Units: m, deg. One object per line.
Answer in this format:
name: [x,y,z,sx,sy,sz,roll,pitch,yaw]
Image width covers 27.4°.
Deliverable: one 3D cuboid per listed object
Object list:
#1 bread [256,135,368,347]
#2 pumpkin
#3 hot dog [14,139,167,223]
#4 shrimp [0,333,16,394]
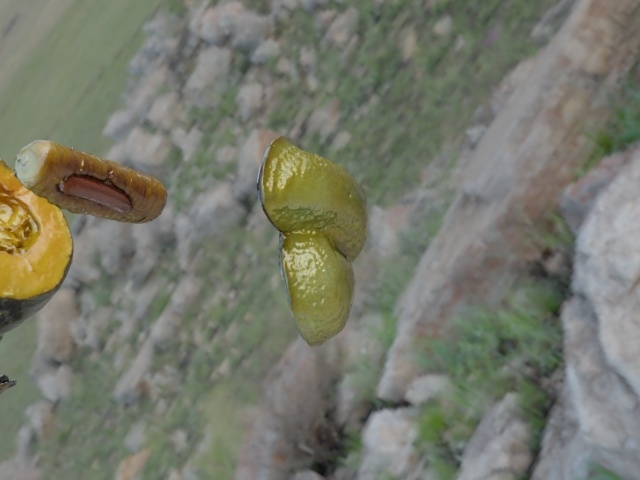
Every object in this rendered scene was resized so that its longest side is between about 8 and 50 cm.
bread: [0.000,0.000,1.077,0.065,0.188,0.149,-5,54,16]
pumpkin: [-0.445,-0.025,1.509,0.139,0.317,0.222,-29,14,46]
hot dog: [-0.231,-0.051,1.360,0.066,0.215,0.047,-50,60,10]
shrimp: [-0.449,0.113,1.893,0.198,0.051,0.262,99,-178,-50]
